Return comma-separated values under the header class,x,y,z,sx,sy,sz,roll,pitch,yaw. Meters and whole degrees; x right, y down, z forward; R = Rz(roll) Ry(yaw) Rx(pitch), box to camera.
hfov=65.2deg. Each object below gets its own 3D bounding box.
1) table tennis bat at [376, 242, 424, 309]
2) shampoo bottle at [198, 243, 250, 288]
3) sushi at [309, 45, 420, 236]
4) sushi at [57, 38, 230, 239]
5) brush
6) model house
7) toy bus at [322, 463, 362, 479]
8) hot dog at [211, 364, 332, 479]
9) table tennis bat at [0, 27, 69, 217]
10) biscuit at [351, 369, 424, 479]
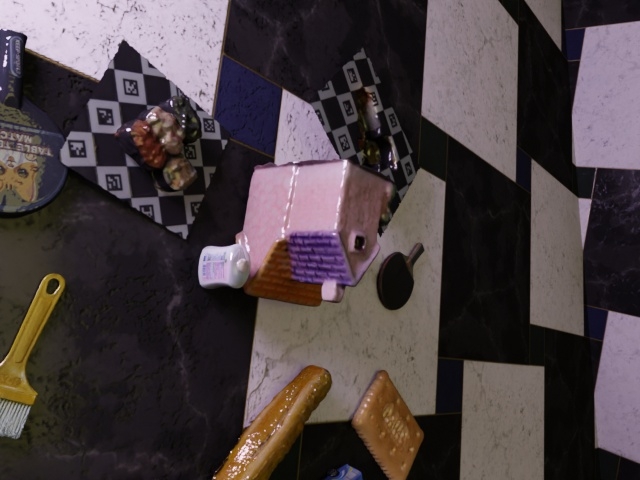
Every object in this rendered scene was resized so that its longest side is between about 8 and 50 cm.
class,x,y,z,sx,sy,sz,roll,pitch,yaw
table tennis bat,0.205,0.080,1.249,0.220,0.019,0.130,-47,120,-37
shampoo bottle,-0.153,0.042,0.809,0.043,0.099,0.072,12,77,-46
sushi,0.090,-0.218,1.133,0.339,0.069,0.320,59,40,-25
sushi,-0.237,-0.151,0.763,0.231,0.047,0.219,39,58,-42
brush,-0.374,0.136,0.629,0.083,0.011,0.205,34,62,-39
model house,0.000,0.000,0.888,0.202,0.237,0.237,23,74,-51
toy bus,0.019,0.495,0.977,0.153,0.061,0.051,-12,100,-49
hot dog,-0.074,0.335,0.885,0.289,0.083,0.068,-43,135,-40
table tennis bat,-0.393,-0.146,0.629,0.150,0.027,0.236,5,84,-48
biscuit,0.164,0.437,1.159,0.160,0.030,0.249,-50,121,-38
